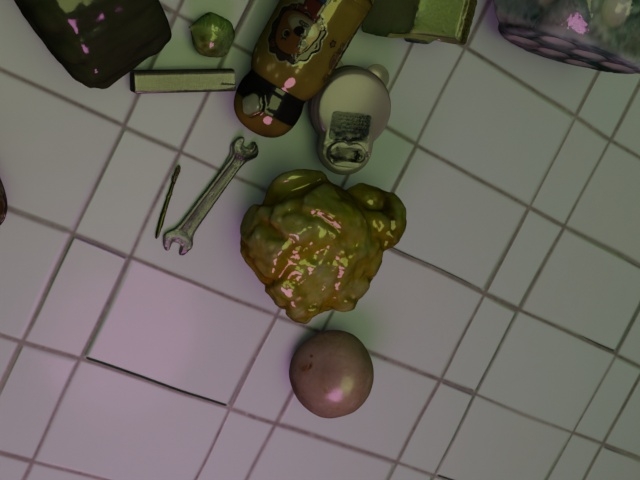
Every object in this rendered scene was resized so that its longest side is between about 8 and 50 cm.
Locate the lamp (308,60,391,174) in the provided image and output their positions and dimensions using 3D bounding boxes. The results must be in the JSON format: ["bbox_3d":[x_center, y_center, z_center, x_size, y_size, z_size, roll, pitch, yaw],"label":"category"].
[{"bbox_3d":[0.058,-0.267,1.791,0.179,0.108,0.246,6,100,-12],"label":"lamp"}]

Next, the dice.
[{"bbox_3d":[0.600,-0.561,1.791,0.327,0.330,0.348,14,104,-28],"label":"dice"}]

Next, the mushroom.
[{"bbox_3d":[0.035,0.314,1.928,0.204,0.204,0.204,-6,107,-20],"label":"mushroom"}]

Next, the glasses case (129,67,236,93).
[{"bbox_3d":[-0.279,-0.324,1.665,0.204,0.071,0.047,-6,104,-20],"label":"glasses case"}]

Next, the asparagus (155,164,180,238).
[{"bbox_3d":[-0.325,-0.081,1.749,0.016,0.013,0.166,20,98,17],"label":"asparagus"}]

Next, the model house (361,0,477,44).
[{"bbox_3d":[0.222,-0.507,1.746,0.189,0.214,0.195,9,96,-31],"label":"model house"}]

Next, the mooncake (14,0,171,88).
[{"bbox_3d":[-0.431,-0.439,1.418,0.194,0.356,0.356,-40,115,-9],"label":"mooncake"}]

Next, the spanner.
[{"bbox_3d":[-0.239,-0.097,1.777,0.071,0.017,0.302,34,92,-26],"label":"spanner"}]

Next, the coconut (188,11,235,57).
[{"bbox_3d":[-0.221,-0.414,1.657,0.096,0.088,0.088,10,101,-29],"label":"coconut"}]

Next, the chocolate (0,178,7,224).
[{"bbox_3d":[-0.685,-0.137,1.554,0.161,0.083,0.262,-11,109,0],"label":"chocolate"}]

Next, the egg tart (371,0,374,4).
[{"bbox_3d":[0.064,-0.515,1.753,0.105,0.039,0.105,0,96,-3],"label":"egg tart"}]

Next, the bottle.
[{"bbox_3d":[-0.050,-0.373,1.674,0.171,0.171,0.351,25,101,-26],"label":"bottle"}]

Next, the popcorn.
[{"bbox_3d":[0.003,0.012,1.750,0.334,0.292,0.294,2,68,-47],"label":"popcorn"}]
